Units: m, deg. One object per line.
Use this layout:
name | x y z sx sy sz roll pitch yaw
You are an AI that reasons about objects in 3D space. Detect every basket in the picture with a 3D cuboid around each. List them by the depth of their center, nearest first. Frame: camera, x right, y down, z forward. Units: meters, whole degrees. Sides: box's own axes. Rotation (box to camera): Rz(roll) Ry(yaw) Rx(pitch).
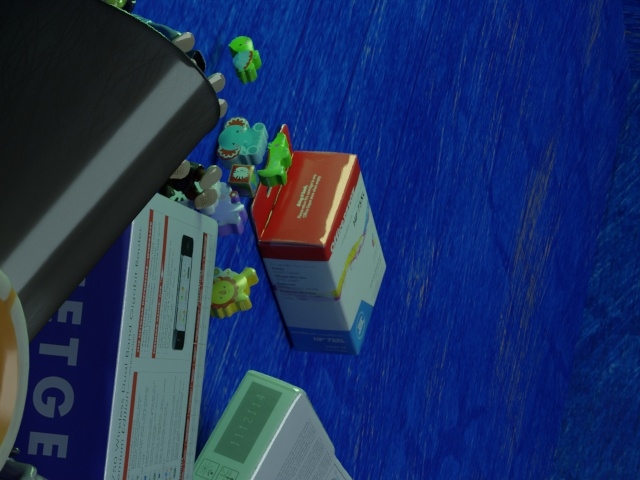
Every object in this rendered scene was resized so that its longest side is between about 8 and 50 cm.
basket | -0.203 -0.033 1.162 0.154 0.204 0.227 77 35 -56

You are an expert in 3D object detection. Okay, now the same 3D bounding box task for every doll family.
doll family | -0.135 -0.116 1.462 0.076 0.111 0.193 -11 121 -37

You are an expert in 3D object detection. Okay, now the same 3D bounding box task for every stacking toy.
stacking toy | -0.085 -0.062 1.717 0.167 0.052 0.221 73 26 -51

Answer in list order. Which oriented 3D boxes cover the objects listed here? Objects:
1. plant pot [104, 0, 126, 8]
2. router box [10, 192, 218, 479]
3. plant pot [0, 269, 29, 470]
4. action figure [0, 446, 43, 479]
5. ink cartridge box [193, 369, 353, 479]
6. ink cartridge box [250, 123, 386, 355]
plant pot | -0.184 -0.195 1.331 0.083 0.079 0.083 5 90 -71
router box | -0.161 0.130 1.391 0.301 0.082 0.335 33 62 -81
plant pot | -0.268 0.068 0.966 0.205 0.188 0.205 5 90 -71
action figure | -0.250 0.199 1.128 0.275 0.141 0.164 -34 141 -67
ink cartridge box | -0.075 0.308 1.682 0.296 0.066 0.261 -60 152 -22
ink cartridge box | 0.000 0.000 1.931 0.231 0.078 0.134 73 28 -47
